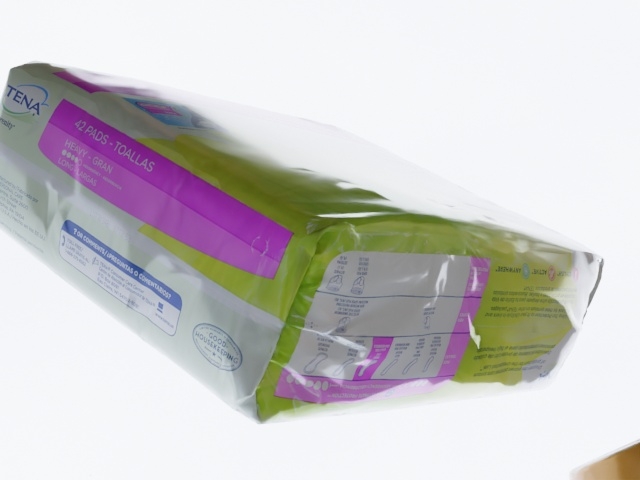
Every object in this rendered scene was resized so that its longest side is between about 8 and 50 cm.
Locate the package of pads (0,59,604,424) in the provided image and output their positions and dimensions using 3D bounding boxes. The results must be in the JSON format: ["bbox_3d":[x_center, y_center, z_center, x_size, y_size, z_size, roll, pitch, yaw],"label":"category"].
[{"bbox_3d":[0.000,0.000,0.615,0.229,0.296,0.101,30,-75,34],"label":"package of pads"}]

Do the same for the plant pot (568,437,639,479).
[{"bbox_3d":[0.240,0.193,0.641,0.205,0.205,0.188,-20,-106,-15],"label":"plant pot"}]
